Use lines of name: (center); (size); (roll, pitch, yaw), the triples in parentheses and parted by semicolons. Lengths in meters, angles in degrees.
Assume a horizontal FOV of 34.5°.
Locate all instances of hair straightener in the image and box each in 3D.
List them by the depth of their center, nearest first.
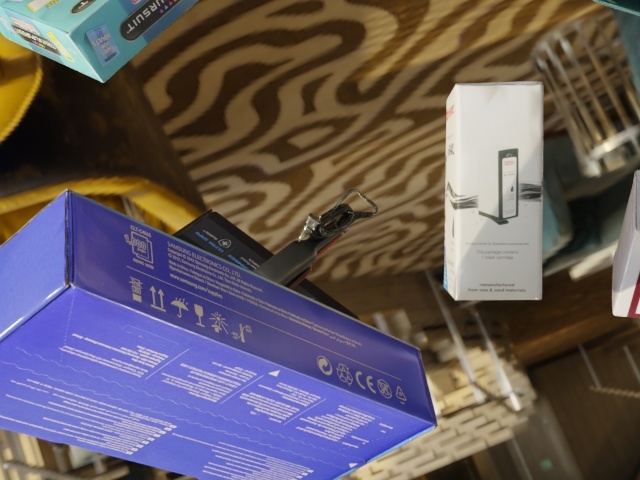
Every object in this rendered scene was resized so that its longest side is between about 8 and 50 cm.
hair straightener: (0.000, 0.000, 1.301); (0.230, 0.047, 0.089); (-34, 159, -36)

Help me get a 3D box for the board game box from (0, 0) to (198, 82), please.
board game box: (-0.280, -0.344, 1.344); (0.254, 0.336, 0.079); (-44, 129, -14)

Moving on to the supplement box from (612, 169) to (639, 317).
supplement box: (0.382, 0.015, 0.885); (0.239, 0.073, 0.130); (7, 143, 10)

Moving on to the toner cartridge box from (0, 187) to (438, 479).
toner cartridge box: (-0.087, 0.095, 0.739); (0.165, 0.075, 0.347); (-33, 139, 29)

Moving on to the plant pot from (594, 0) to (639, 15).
plant pot: (0.353, -0.302, 0.930); (0.234, 0.165, 0.166); (-63, 171, -57)

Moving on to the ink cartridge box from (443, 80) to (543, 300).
ink cartridge box: (0.168, -0.048, 1.015); (0.085, 0.203, 0.148); (0, -178, 3)

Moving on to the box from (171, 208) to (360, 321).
box: (-0.147, 0.122, 1.397); (0.293, 0.295, 0.073); (-36, 153, -37)
